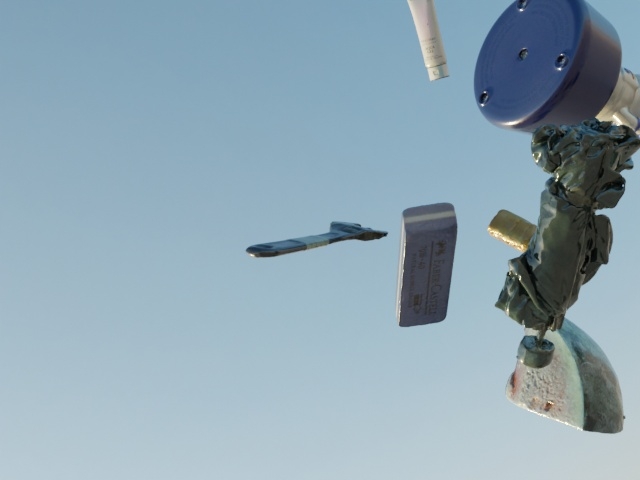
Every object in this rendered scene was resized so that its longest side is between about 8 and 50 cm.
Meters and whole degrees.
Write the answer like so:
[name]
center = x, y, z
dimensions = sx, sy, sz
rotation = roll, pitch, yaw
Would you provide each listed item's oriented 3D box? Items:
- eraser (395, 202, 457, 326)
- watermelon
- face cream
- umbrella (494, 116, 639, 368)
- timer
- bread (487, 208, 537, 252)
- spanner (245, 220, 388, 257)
[eraser]
center = 0.159, 0.041, 1.424
dimensions = 0.082, 0.036, 0.225
rotation = -7, -47, -8
[watermelon]
center = 0.470, 0.299, 1.812
dimensions = 0.214, 0.289, 0.319
rotation = -25, -66, 16
[face cream]
center = 0.133, -0.254, 1.147
dimensions = 0.038, 0.115, 0.020
rotation = -9, 11, 33
[umbrella]
center = 0.313, 0.007, 1.224
dimensions = 0.143, 0.094, 0.348
rotation = 7, -66, 1
[timer]
center = 0.510, -0.282, 1.758
dimensions = 0.384, 0.270, 0.270
rotation = 18, -57, -31
[bread]
center = 0.457, -0.020, 2.194
dimensions = 0.074, 0.132, 0.053
rotation = -45, -40, -12
[spanner]
center = 0.000, 0.000, 1.229
dimensions = 0.316, 0.087, 0.024
rotation = -12, -72, -63
